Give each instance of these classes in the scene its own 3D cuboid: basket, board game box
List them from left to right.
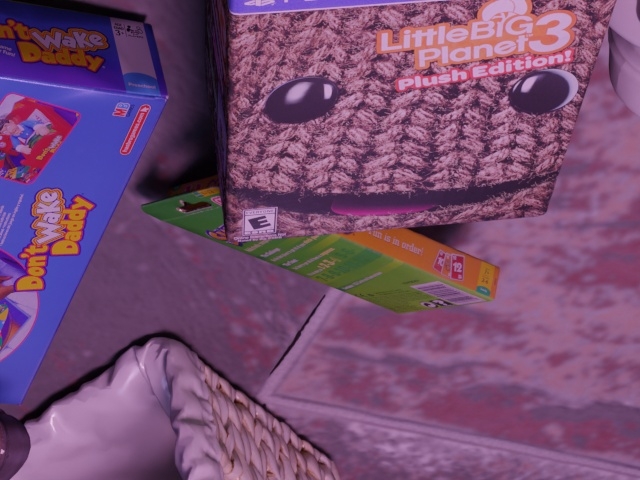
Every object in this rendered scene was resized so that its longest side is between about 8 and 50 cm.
[{"bbox_3d":[-0.279,-0.022,1.243,0.233,0.078,0.347,7,136,-27],"label":"board game box"},{"bbox_3d":[-0.145,0.323,1.483,0.331,0.328,0.266,-34,137,22],"label":"basket"},{"bbox_3d":[0.000,0.000,1.336,0.259,0.039,0.124,19,163,-31],"label":"board game box"},{"bbox_3d":[0.047,-0.138,1.120,0.232,0.141,0.291,-5,151,-6],"label":"board game box"}]

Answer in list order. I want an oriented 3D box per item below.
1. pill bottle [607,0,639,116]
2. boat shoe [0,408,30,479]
[{"bbox_3d":[0.253,-0.222,1.093,0.176,0.176,0.318,-8,137,-3],"label":"pill bottle"},{"bbox_3d":[-0.306,0.182,1.395,0.092,0.102,0.285,10,161,-23],"label":"boat shoe"}]
